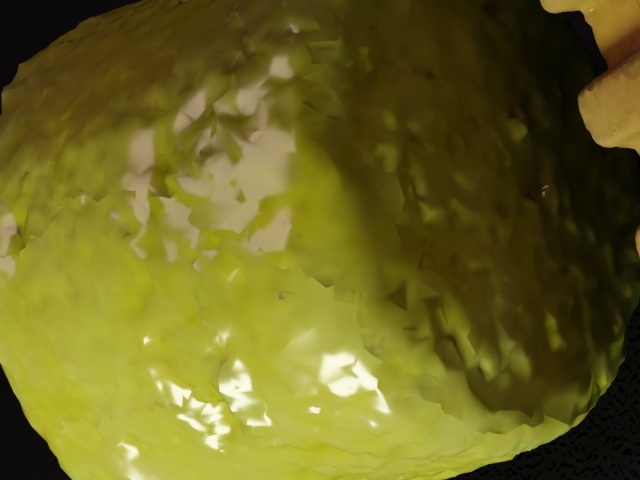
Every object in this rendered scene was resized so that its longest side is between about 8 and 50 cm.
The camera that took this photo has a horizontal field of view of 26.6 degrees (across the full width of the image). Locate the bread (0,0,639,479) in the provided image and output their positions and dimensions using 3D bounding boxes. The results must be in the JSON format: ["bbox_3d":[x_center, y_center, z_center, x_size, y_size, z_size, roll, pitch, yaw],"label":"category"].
[{"bbox_3d":[0.000,0.000,0.796,0.307,0.348,0.348,-13,63,43],"label":"bread"}]

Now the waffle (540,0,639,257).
[{"bbox_3d":[0.211,-0.100,0.551,0.304,0.077,0.348,-31,78,63],"label":"waffle"}]
